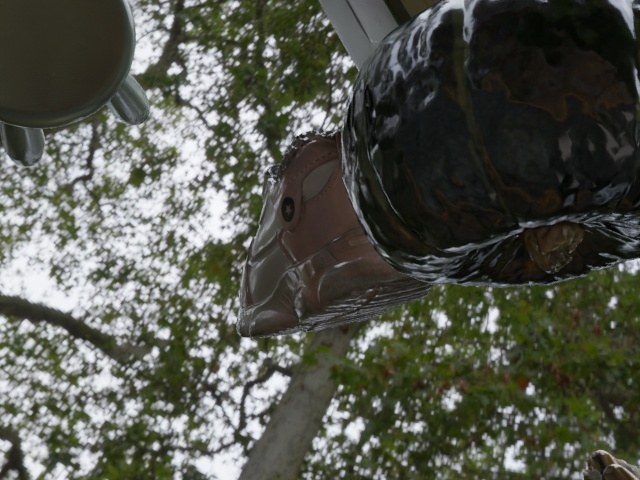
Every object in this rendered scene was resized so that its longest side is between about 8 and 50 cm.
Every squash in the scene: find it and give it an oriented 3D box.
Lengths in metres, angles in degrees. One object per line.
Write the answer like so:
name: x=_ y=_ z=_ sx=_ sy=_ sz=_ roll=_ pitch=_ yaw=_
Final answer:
squash: x=0.138 y=-0.060 z=0.538 sx=0.252 sy=0.165 sz=0.252 roll=-1 pitch=-23 yaw=0

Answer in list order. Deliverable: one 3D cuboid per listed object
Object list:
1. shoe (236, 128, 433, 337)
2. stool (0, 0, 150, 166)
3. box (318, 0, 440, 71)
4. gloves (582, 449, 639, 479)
shoe: x=0.002 y=0.000 z=0.952 sx=0.351 sy=0.171 sz=0.198 roll=-27 pitch=-110 yaw=61
stool: x=-0.307 y=-0.204 z=0.918 sx=0.195 sy=0.198 sz=0.195 roll=-24 pitch=-89 yaw=-14
box: x=0.095 y=-0.270 z=0.858 sx=0.148 sy=0.177 sz=0.195 roll=-26 pitch=-101 yaw=-11
gloves: x=0.476 y=0.411 z=1.085 sx=0.203 sy=0.155 sz=0.356 roll=-33 pitch=-73 yaw=27
